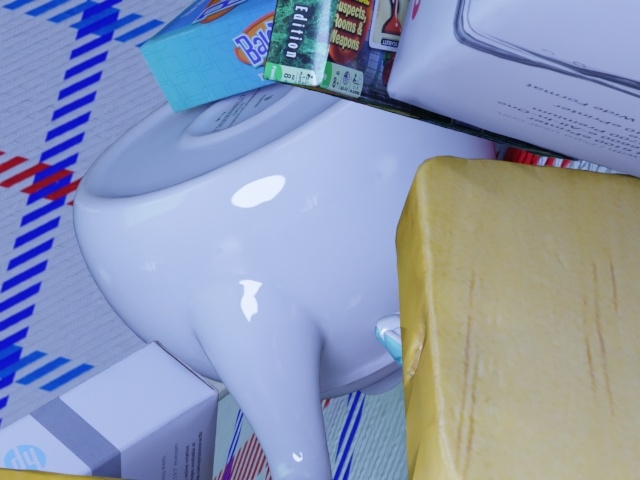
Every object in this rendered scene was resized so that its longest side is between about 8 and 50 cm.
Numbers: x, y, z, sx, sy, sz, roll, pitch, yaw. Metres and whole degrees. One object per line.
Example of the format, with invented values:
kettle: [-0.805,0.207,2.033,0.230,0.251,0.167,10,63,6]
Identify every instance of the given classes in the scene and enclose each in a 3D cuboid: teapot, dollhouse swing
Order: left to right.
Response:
dollhouse swing: [-0.055,0.148,0.580,0.315,0.305,0.347,-90,16,-63]
teapot: [0.000,0.000,0.948,0.256,0.187,0.252,-35,21,-18]

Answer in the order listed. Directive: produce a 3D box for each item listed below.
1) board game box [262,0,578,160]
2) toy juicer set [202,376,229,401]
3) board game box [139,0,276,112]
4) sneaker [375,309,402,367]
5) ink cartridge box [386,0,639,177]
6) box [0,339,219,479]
board game box: [0.064,-0.112,0.696,0.259,0.030,0.136,6,-87,-61]
toy juicer set: [0.020,-0.024,1.275,0.209,0.089,0.329,-17,53,60]
board game box: [0.024,-0.147,0.933,0.210,0.047,0.160,-13,25,39]
sneaker: [0.081,0.026,0.758,0.076,0.065,0.166,-44,-2,14]
ink cartridge box: [0.130,-0.149,0.487,0.307,0.129,0.223,155,130,-81]
box: [-0.116,0.134,0.575,0.186,0.038,0.145,-29,-40,-37]
